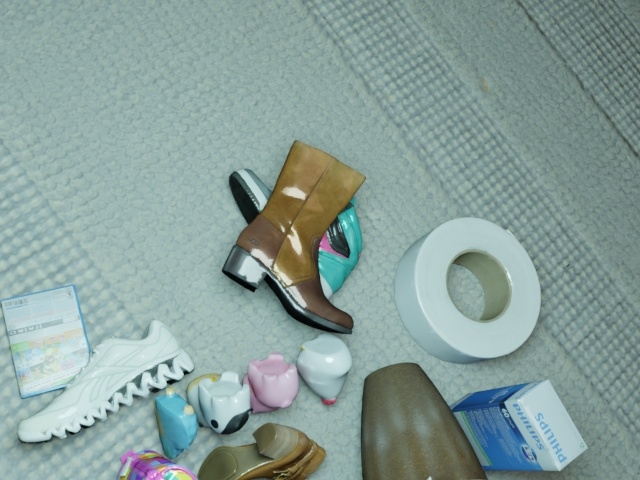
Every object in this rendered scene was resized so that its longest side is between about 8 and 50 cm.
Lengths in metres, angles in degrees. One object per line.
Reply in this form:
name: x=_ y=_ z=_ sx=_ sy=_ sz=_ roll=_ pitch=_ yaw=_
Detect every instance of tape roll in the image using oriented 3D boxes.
tape roll: x=0.295 y=0.100 z=1.446 sx=0.286 sy=0.100 sz=0.286 roll=6 pitch=71 yaw=-18

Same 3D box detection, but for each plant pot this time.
plant pot: x=0.157 y=0.343 z=1.278 sx=0.215 sy=0.215 sz=0.230 roll=-2 pitch=58 yaw=-21

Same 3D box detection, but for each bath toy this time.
bath toy: x=-0.104 y=0.263 z=1.236 sx=0.348 sy=0.151 sz=0.129 roll=-15 pitch=116 yaw=-27

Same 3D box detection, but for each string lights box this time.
string lights box: x=0.339 y=0.338 z=1.297 sx=0.076 sy=0.259 sz=0.133 roll=-26 pitch=84 yaw=-25

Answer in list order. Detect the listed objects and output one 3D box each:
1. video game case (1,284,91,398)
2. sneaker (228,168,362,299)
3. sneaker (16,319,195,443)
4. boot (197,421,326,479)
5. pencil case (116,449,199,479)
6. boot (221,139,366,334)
video game case: x=-0.451 y=0.165 z=1.199 sx=0.119 sy=0.015 sz=0.166 roll=-12 pitch=78 yaw=-24
sneaker: x=-0.024 y=-0.047 z=1.360 sx=0.178 sy=0.124 sz=0.295 roll=-39 pitch=97 yaw=-21
sneaker: x=-0.353 y=0.228 z=1.163 sx=0.292 sy=0.110 sz=0.118 roll=-26 pitch=88 yaw=-33
boot: x=-0.097 y=0.386 z=1.220 sx=0.152 sy=0.197 sz=0.073 roll=39 pitch=25 yaw=-44
pencil case: x=-0.250 y=0.375 z=1.091 sx=0.104 sy=0.236 sz=0.104 roll=5 pitch=79 yaw=-25
boot: x=0.000 y=0.000 z=1.281 sx=0.264 sy=0.096 sz=0.280 roll=31 pitch=75 yaw=-4
